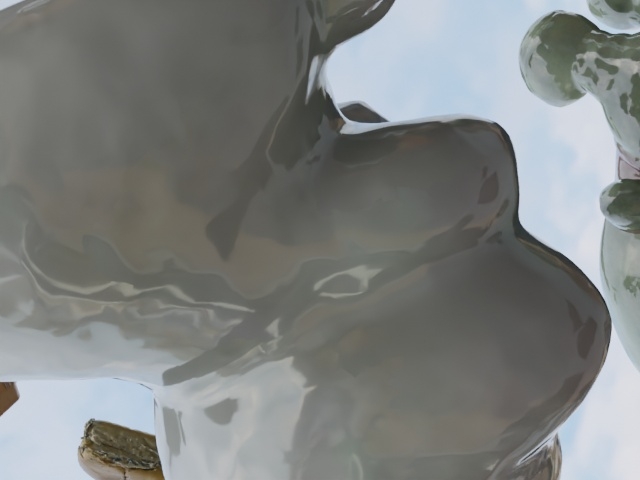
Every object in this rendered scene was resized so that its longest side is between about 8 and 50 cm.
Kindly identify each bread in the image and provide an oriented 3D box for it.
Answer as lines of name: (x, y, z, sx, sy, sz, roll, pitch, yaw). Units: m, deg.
bread: (-0.148, 0.185, 1.066, 0.072, 0.106, 0.053, 107, 180, -72)

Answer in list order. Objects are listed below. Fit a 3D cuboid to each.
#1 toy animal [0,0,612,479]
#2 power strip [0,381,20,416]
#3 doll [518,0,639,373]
toy animal: (-0.020, 0.061, 0.483, 0.241, 0.196, 0.368, -40, -70, -10)
power strip: (-0.298, 0.143, 1.095, 0.178, 0.049, 0.028, -56, -48, -74)
doll: (0.194, -0.011, 0.644, 0.155, 0.113, 0.275, -37, -65, -32)
